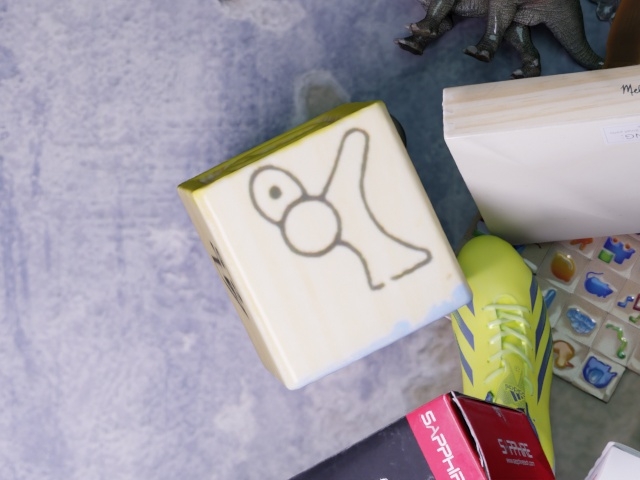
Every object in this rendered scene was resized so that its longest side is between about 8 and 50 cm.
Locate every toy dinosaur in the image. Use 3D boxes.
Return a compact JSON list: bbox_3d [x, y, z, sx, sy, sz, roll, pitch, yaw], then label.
[{"bbox_3d":[0.166,-0.251,1.892,0.313,0.121,0.160,17,81,10],"label":"toy dinosaur"}]

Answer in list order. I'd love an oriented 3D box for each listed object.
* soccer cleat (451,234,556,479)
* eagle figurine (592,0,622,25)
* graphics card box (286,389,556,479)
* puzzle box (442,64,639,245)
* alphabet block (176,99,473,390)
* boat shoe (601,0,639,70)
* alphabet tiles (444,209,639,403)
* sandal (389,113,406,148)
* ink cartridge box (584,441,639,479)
[{"bbox_3d":[0.170,0.129,1.757,0.093,0.121,0.289,-4,75,3],"label":"soccer cleat"},{"bbox_3d":[0.362,-0.376,1.900,0.226,0.225,0.298,31,64,0],"label":"eagle figurine"},{"bbox_3d":[0.002,0.255,1.608,0.371,0.233,0.094,-29,74,13],"label":"graphics card box"},{"bbox_3d":[0.331,-0.082,1.693,0.409,0.272,0.052,-6,68,13],"label":"puzzle box"},{"bbox_3d":[0.000,0.000,1.742,0.192,0.193,0.197,-26,97,-9],"label":"alphabet block"},{"bbox_3d":[0.302,-0.139,1.863,0.073,0.073,0.207,24,90,52],"label":"boat shoe"},{"bbox_3d":[0.251,0.036,1.852,0.237,0.009,0.198,28,74,10],"label":"alphabet tiles"},{"bbox_3d":[-0.017,-0.068,1.864,0.219,0.060,0.090,-23,72,-6],"label":"sandal"},{"bbox_3d":[0.238,0.338,1.645,0.117,0.207,0.283,23,74,7],"label":"ink cartridge box"}]
